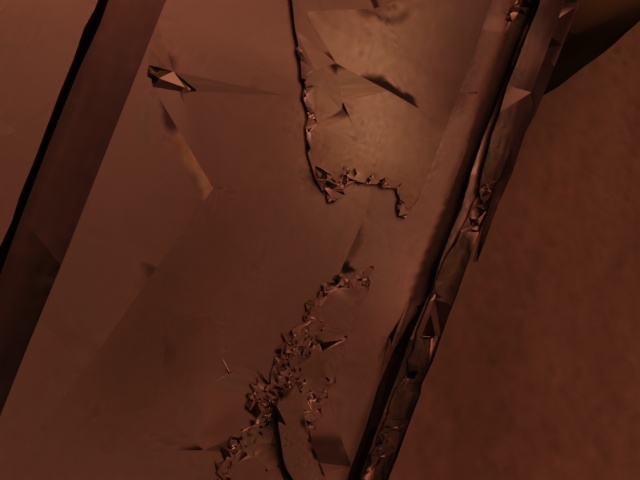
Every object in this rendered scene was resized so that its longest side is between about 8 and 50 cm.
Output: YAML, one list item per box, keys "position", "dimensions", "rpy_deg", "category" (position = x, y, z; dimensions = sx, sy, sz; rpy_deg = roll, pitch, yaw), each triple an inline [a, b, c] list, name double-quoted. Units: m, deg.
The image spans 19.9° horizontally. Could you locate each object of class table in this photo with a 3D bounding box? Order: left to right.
- position: [0.000, 0.000, 0.509]
  dimensions: [0.222, 0.272, 0.335]
  rpy_deg: [22, 87, -21]
  category: "table"

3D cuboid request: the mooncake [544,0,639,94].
- position: [0.038, -0.179, 0.777]
  dimensions: [0.275, 0.135, 0.275]
  rpy_deg: [15, 59, -26]
  category: "mooncake"
